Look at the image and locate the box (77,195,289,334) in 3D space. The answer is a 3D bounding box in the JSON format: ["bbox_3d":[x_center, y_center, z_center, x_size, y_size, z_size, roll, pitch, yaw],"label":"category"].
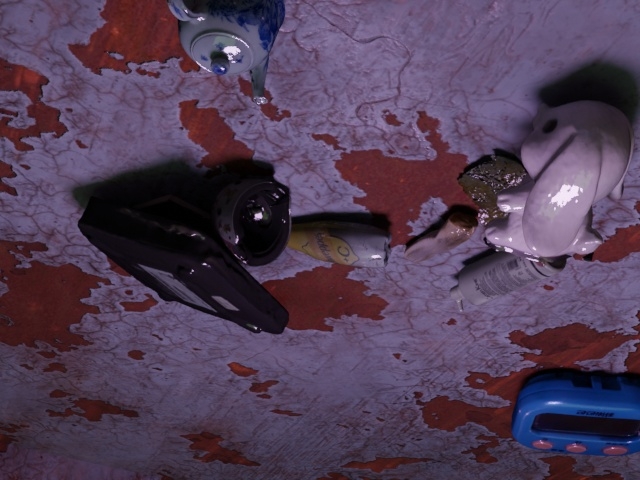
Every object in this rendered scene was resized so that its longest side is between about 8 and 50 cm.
[{"bbox_3d":[-0.260,0.054,2.019,0.350,0.091,0.359,16,160,36],"label":"box"}]

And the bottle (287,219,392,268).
[{"bbox_3d":[0.000,0.000,2.011,0.270,0.083,0.083,7,149,15],"label":"bottle"}]

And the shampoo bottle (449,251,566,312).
[{"bbox_3d":[0.350,0.064,2.044,0.085,0.085,0.262,27,144,-29],"label":"shampoo bottle"}]

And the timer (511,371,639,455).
[{"bbox_3d":[0.637,0.419,2.530,0.340,0.115,0.309,4,149,5],"label":"timer"}]

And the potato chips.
[{"bbox_3d":[0.307,-0.089,1.865,0.142,0.026,0.209,10,148,-2],"label":"potato chips"}]

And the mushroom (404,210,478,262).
[{"bbox_3d":[0.225,-0.003,2.000,0.059,0.054,0.202,25,150,-17],"label":"mushroom"}]

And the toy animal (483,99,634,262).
[{"bbox_3d":[0.387,-0.083,1.668,0.174,0.249,0.289,32,166,22],"label":"toy animal"}]

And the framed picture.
[{"bbox_3d":[-0.231,-0.019,2.037,0.250,0.016,0.184,27,159,-29],"label":"framed picture"}]

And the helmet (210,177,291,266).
[{"bbox_3d":[-0.137,-0.041,1.921,0.107,0.153,0.177,21,159,29],"label":"helmet"}]

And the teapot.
[{"bbox_3d":[-0.136,-0.297,1.495,0.159,0.159,0.232,-14,143,29],"label":"teapot"}]
